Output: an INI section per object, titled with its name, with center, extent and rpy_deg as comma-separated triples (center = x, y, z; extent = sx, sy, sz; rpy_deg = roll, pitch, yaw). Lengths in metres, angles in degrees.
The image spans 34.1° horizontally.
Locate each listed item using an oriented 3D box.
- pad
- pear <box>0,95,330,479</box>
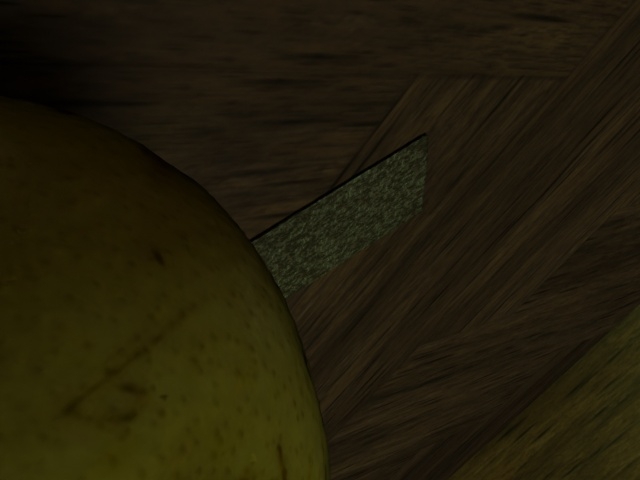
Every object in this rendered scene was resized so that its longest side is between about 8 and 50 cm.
[pad]
center = 0.000, 0.000, 0.934
extent = 0.235, 0.003, 0.158
rpy_deg = -32, 158, -12
[pear]
center = -0.161, 0.103, 0.453
extent = 0.348, 0.348, 0.348
rpy_deg = -31, 158, -14
